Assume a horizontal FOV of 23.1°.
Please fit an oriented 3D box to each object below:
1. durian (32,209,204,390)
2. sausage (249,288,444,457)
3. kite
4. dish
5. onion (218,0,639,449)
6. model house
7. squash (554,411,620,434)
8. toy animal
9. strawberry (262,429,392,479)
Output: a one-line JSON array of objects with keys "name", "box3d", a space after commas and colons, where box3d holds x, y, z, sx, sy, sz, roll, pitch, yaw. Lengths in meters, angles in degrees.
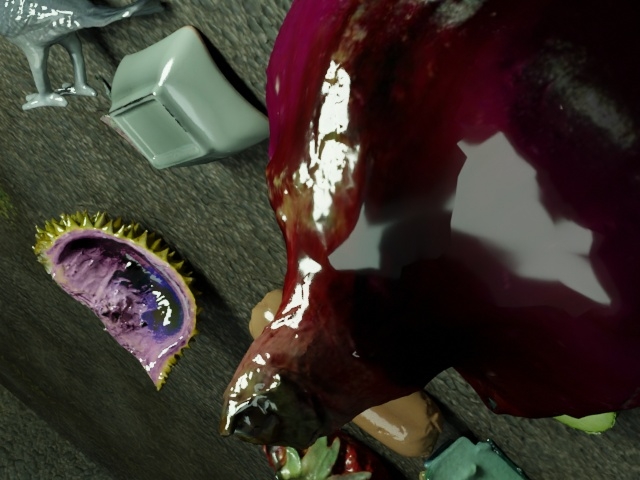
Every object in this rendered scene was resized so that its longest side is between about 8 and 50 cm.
[{"name": "durian", "box3d": [-0.274, 0.046, 2.190, 0.260, 0.154, 0.186, 45, -179, -20]}, {"name": "sausage", "box3d": [0.031, 0.164, 1.938, 0.289, 0.086, 0.086, 38, 157, 16]}, {"name": "kite", "box3d": [-0.237, -0.144, 1.938, 0.139, 0.011, 0.156, 14, 144, 47]}, {"name": "dish", "box3d": [-0.158, -0.141, 1.722, 0.151, 0.077, 0.212, 50, 157, -15]}, {"name": "onion", "box3d": [0.086, -0.011, 1.106, 0.398, 0.420, 0.398, 37, 149, 28]}, {"name": "model house", "box3d": [0.183, 0.322, 1.943, 0.148, 0.119, 0.148, 43, 165, 0]}, {"name": "squash", "box3d": [0.219, 0.109, 1.581, 0.219, 0.041, 0.219, 36, 156, 19]}, {"name": "toy animal", "box3d": [-0.309, -0.239, 1.776, 0.367, 0.081, 0.206, 29, 136, 35]}, {"name": "strawberry", "box3d": [0.039, 0.347, 2.237, 0.233, 0.138, 0.306, 56, -172, 18]}]
